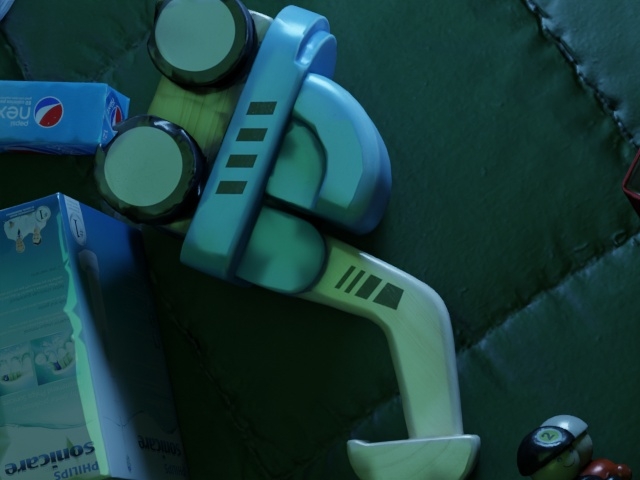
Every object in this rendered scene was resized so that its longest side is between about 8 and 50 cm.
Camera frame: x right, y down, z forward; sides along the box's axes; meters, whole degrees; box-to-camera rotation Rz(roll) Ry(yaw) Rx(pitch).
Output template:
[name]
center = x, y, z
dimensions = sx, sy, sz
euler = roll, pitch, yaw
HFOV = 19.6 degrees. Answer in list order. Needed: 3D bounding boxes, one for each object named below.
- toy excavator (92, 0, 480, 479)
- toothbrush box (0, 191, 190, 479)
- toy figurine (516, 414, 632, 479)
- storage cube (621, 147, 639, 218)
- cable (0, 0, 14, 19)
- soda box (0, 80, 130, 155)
[toy excavator]
center = 0.000, 0.000, 1.875
dimensions = 0.445, 0.222, 0.433
euler = 20, 87, 11
[toothbrush box]
center = -0.251, 0.123, 1.908
dimensions = 0.126, 0.216, 0.295
euler = -17, 76, 14
[toy figurine]
center = 0.197, 0.272, 1.747
dimensions = 0.209, 0.213, 0.148
euler = -39, 83, 11
[storage cube]
center = 0.418, -0.074, 1.755
dimensions = 0.183, 0.193, 0.215
euler = 27, 87, 20
[cable]
center = -0.457, -0.326, 2.124
dimensions = 0.257, 0.089, 0.257
euler = 16, 84, 18
[soda box]
center = -0.323, -0.135, 2.057
dimensions = 0.210, 0.067, 0.071
euler = 3, 81, 18
